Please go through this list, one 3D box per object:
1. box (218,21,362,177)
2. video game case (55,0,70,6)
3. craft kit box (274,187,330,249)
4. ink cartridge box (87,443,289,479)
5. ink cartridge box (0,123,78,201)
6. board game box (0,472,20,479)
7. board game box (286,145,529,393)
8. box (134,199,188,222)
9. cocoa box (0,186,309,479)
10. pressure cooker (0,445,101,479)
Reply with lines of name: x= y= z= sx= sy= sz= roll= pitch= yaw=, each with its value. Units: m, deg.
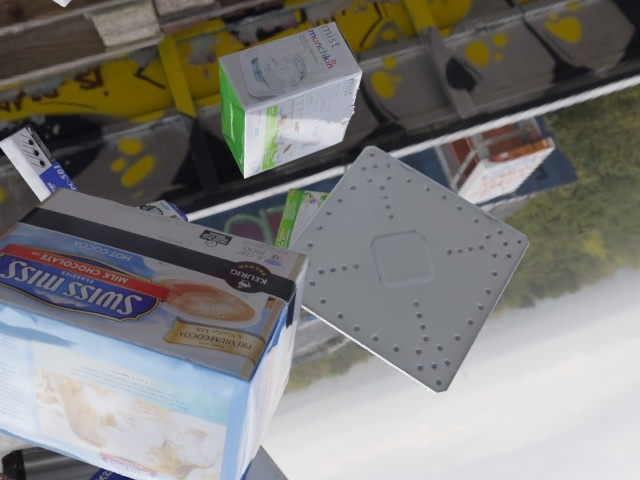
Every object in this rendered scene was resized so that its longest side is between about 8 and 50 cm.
box: x=-0.062 y=-0.259 z=1.280 sx=0.231 sy=0.126 sz=0.262 roll=-23 pitch=164 yaw=-14
video game case: x=-0.581 y=-0.608 z=1.383 sx=0.227 sy=0.206 sz=0.026 roll=31 pitch=140 yaw=-16
craft kit box: x=0.000 y=0.000 z=1.728 sx=0.247 sy=0.249 sz=0.061 roll=10 pitch=171 yaw=30
ink cartridge box: x=-0.239 y=0.437 z=1.123 sx=0.324 sy=0.330 sz=0.071 roll=-44 pitch=151 yaw=-6
ink cartridge box: x=-0.722 y=-0.187 z=1.723 sx=0.046 sy=0.207 sz=0.097 roll=-21 pitch=-157 yaw=21
board game box: x=-0.600 y=0.555 z=1.217 sx=0.165 sy=0.243 sz=0.042 roll=32 pitch=128 yaw=-22
board game box: x=0.158 y=0.045 z=1.322 sx=0.390 sy=0.390 sz=0.050 roll=-53 pitch=170 yaw=-25
box: x=-0.329 y=-0.038 z=1.339 sx=0.136 sy=0.081 sz=0.028 roll=-22 pitch=150 yaw=-56
cocoa box: x=-0.219 y=0.121 z=0.811 sx=0.347 sy=0.228 sz=0.231 roll=16 pitch=125 yaw=6
pressure cooker: x=-0.500 y=0.630 z=1.532 sx=0.420 sy=0.370 sz=0.375 roll=-2 pitch=121 yaw=-29
